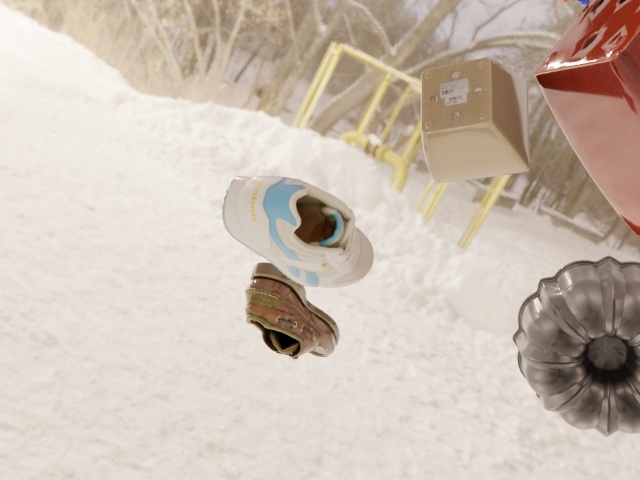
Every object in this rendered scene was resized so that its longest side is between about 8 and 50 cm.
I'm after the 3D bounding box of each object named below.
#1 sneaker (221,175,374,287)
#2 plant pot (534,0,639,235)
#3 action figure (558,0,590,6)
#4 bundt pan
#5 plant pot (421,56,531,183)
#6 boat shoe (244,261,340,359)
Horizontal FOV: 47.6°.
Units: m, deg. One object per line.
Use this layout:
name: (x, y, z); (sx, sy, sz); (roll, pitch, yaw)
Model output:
sneaker: (0.000, 0.000, 0.765); (0.092, 0.088, 0.228); (5, -13, 36)
plant pot: (0.379, -0.164, 0.710); (0.235, 0.267, 0.267); (38, 2, -10)
action figure: (0.315, -0.295, 0.869); (0.030, 0.038, 0.115); (48, 3, -40)
bundt pan: (0.508, 0.200, 1.283); (0.330, 0.331, 0.124); (30, 19, 9)
plant pot: (0.156, -0.132, 0.768); (0.109, 0.109, 0.096); (-6, -18, 27)
boat shoe: (-0.057, 0.152, 1.263); (0.110, 0.105, 0.307); (4, -28, 27)
